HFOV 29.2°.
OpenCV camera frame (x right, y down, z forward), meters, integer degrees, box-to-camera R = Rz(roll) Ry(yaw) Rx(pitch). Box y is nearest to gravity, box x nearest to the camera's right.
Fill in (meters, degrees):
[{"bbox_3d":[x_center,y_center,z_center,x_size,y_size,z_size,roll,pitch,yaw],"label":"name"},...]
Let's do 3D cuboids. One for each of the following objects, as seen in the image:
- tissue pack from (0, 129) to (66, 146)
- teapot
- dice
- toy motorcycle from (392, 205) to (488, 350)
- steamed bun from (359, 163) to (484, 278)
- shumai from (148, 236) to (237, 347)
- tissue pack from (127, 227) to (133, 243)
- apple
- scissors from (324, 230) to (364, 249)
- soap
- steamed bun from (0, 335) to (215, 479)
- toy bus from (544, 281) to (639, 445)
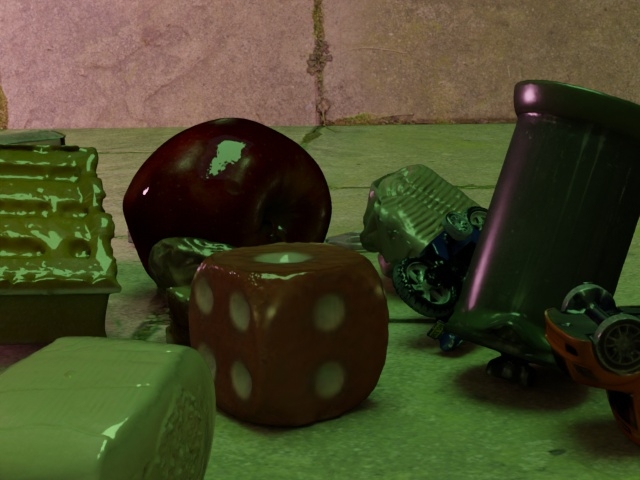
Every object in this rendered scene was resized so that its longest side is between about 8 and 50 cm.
[{"bbox_3d":[-0.510,-0.060,2.019,0.184,0.225,0.124,-9,16,-27],"label":"tissue pack"},{"bbox_3d":[0.277,0.006,1.455,0.200,0.337,0.270,18,-2,15],"label":"teapot"},{"bbox_3d":[-0.037,0.102,1.382,0.174,0.179,0.174,-5,12,-35],"label":"dice"},{"bbox_3d":[0.210,0.051,1.665,0.169,0.113,0.315,44,36,8],"label":"toy motorcycle"},{"bbox_3d":[0.151,0.002,1.867,0.218,0.144,0.211,32,35,13],"label":"steamed bun"},{"bbox_3d":[-0.139,0.088,1.578,0.209,0.161,0.153,28,44,-5],"label":"shumai"},{"bbox_3d":[-0.268,-0.030,2.223,0.108,0.060,0.148,3,15,21],"label":"tissue pack"},{"bbox_3d":[-0.138,-0.042,1.806,0.288,0.288,0.316,-11,8,-35],"label":"apple"},{"bbox_3d":[0.000,0.001,2.144,0.212,0.021,0.110,-1,11,0],"label":"scissors"},{"bbox_3d":[-0.448,0.000,1.643,0.335,0.156,0.293,0,45,-25],"label":"soap"},{"bbox_3d":[-0.204,0.189,1.066,0.200,0.155,0.250,-1,19,19],"label":"steamed bun"},{"bbox_3d":[0.398,0.127,1.264,0.329,0.153,0.143,-1,11,-5],"label":"toy bus"}]
